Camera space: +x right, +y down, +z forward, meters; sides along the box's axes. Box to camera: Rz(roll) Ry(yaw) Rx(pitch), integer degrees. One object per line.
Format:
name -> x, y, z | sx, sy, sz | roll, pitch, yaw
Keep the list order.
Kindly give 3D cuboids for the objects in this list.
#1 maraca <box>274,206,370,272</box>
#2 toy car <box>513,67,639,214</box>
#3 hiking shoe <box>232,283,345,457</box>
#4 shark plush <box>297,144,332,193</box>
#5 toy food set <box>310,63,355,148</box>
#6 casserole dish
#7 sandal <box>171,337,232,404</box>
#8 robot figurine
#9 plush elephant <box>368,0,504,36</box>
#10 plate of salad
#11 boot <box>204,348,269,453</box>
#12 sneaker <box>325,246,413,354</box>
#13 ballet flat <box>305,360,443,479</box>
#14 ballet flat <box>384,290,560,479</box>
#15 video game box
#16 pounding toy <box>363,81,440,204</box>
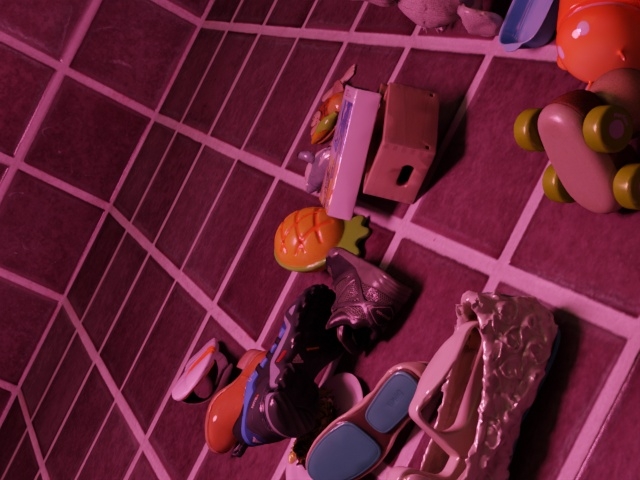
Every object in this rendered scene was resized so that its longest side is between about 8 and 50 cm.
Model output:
maraca -> 0.000, 0.000, 1.932 | 0.185, 0.099, 0.127 | 3, 60, 39
toy car -> 0.350, -0.136, 1.338 | 0.188, 0.149, 0.155 | -40, 21, -18
hiking shoe -> -0.051, 0.181, 1.744 | 0.132, 0.113, 0.304 | -30, 21, 36
shark plush -> 0.031, -0.133, 2.096 | 0.161, 0.073, 0.067 | -13, 72, 37
toy food set -> 0.014, -0.246, 2.227 | 0.132, 0.038, 0.192 | -41, 32, 43
casserole dish -> 0.323, -0.350, 1.682 | 0.188, 0.037, 0.114 | -66, 23, -5
sandal -> -0.202, 0.245, 2.143 | 0.102, 0.076, 0.265 | -45, 5, 8
robot figurine -> 0.355, -0.282, 1.423 | 0.158, 0.128, 0.219 | -5, 56, 27
plush elephant -> 0.184, -0.440, 1.801 | 0.255, 0.271, 0.330 | -76, -6, -59
plate of salad -> -0.004, 0.283, 1.696 | 0.200, 0.048, 0.200 | -47, 28, 36
boot -> -0.116, 0.275, 1.919 | 0.152, 0.073, 0.197 | 14, 82, 63
sneaker -> 0.043, 0.088, 1.750 | 0.130, 0.087, 0.227 | -57, 28, 0
ballet flat -> 0.075, 0.241, 1.550 | 0.248, 0.086, 0.086 | -46, 28, 32
ballet flat -> 0.145, 0.242, 1.318 | 0.147, 0.147, 0.409 | -5, 62, 64
video game box -> 0.046, -0.147, 1.884 | 0.187, 0.048, 0.205 | -102, 25, -81
pounding toy -> 0.128, -0.163, 1.830 | 0.181, 0.094, 0.206 | 110, 170, -52
